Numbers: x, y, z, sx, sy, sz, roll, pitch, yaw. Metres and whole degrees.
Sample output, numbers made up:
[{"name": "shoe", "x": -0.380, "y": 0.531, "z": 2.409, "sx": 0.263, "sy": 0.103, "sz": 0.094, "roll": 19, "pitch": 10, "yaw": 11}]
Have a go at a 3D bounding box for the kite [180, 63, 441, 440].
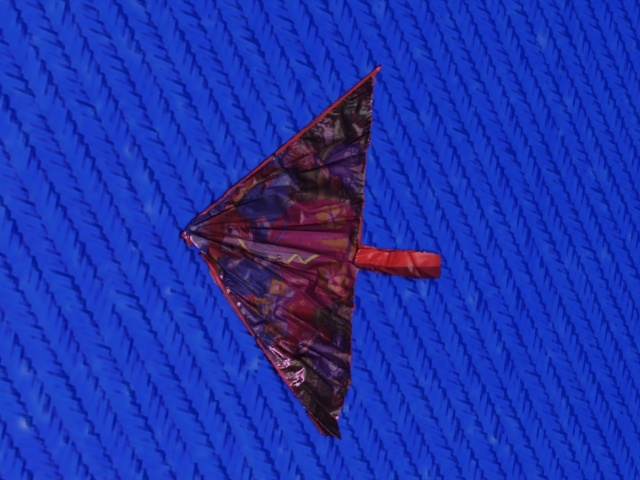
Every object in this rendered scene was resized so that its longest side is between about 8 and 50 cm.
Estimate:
[{"name": "kite", "x": 0.000, "y": 0.000, "z": 1.025, "sx": 0.189, "sy": 0.009, "sz": 0.232, "roll": 10, "pitch": 80, "yaw": -35}]
